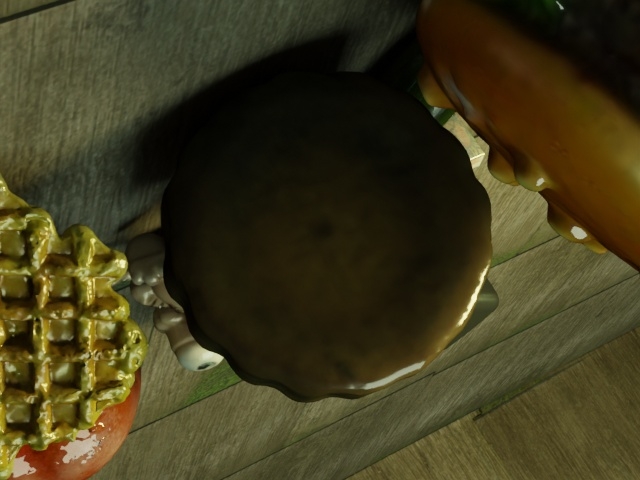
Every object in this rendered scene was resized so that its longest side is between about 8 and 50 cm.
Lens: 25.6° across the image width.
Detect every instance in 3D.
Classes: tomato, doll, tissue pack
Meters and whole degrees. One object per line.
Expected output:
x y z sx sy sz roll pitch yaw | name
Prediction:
-0.266 0.124 1.269 0.208 0.208 0.184 -32 -164 0 | tomato
-0.124 0.055 1.450 0.154 0.119 0.278 -22 157 12 | doll
0.129 -0.097 1.543 0.083 0.063 0.035 -25 156 -24 | tissue pack

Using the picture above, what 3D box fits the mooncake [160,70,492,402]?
0.000 0.000 1.243 0.290 0.290 0.161 -28 171 -13 | mooncake

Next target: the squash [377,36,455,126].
0.039 -0.089 1.393 0.331 0.087 0.087 -42 159 27 | squash

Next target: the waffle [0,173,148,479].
-0.265 0.074 1.129 0.243 0.238 0.059 -41 -162 3 | waffle

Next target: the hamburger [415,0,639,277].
0.263 -0.129 1.145 0.277 0.396 0.396 -48 159 5 | hamburger

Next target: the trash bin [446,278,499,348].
0.080 0.043 1.662 0.115 0.165 0.225 -42 157 28 | trash bin
